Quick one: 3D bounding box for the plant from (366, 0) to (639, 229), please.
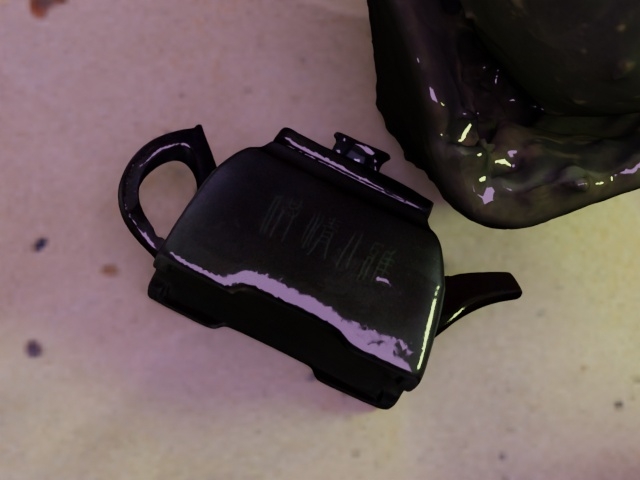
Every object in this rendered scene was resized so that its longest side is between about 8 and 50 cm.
[{"bbox_3d":[0.091,-0.089,0.726,0.142,0.256,0.164,-15,79,-14],"label":"plant"}]

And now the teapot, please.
[{"bbox_3d":[0.000,0.000,0.789,0.177,0.087,0.096,25,74,-1],"label":"teapot"}]
